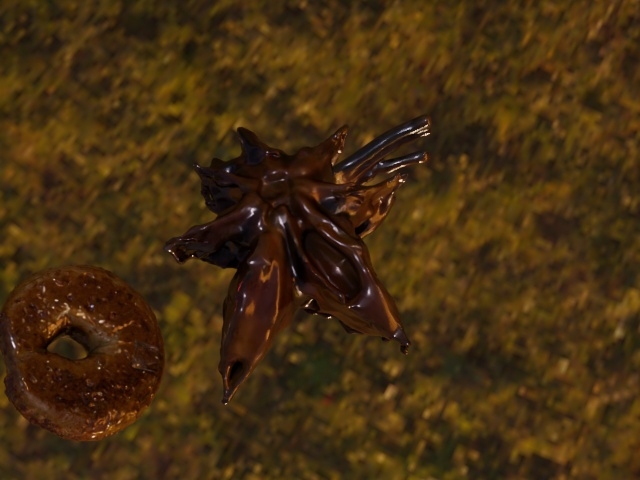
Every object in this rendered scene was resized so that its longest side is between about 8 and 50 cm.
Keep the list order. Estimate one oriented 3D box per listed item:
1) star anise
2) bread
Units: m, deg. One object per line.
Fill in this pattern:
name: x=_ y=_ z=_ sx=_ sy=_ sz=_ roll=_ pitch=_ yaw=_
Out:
star anise: x=0.004 y=-0.009 z=1.651 sx=0.237 sy=0.346 sz=0.148 roll=30 pitch=139 yaw=9
bread: x=-0.242 y=0.113 z=1.959 sx=0.193 sy=0.193 sz=0.064 roll=39 pitch=145 yaw=-8
